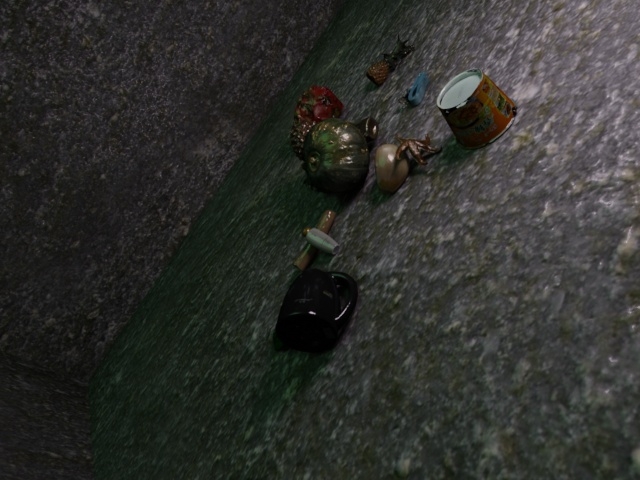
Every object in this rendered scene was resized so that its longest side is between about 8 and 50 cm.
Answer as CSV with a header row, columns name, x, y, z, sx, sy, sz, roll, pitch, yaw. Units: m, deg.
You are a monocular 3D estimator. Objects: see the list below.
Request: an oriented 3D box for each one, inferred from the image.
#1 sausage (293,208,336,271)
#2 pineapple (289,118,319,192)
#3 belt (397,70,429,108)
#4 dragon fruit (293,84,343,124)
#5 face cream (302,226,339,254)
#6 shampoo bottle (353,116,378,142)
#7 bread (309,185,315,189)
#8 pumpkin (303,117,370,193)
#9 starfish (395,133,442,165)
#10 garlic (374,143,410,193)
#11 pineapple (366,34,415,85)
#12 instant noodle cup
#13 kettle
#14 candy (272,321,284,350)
name,x,y,z,sx,sy,sz,roll,pitch,yaw
sausage,-0.020,-0.003,1.866,0.065,0.065,0.301,14,71,58
pineapple,-0.045,-0.408,2.073,0.175,0.175,0.362,-26,74,39
belt,0.436,-0.692,1.960,0.100,0.065,0.179,5,60,47
dragon fruit,-0.021,-0.730,2.469,0.291,0.250,0.269,-44,49,4
face cream,0.000,0.000,1.785,0.182,0.051,0.072,32,78,36
shampoo bottle,0.122,-0.485,2.062,0.350,0.084,0.126,-10,60,48
bread,0.051,-0.375,2.171,0.316,0.054,0.316,-35,35,29
pumpkin,0.073,-0.374,1.884,0.291,0.257,0.328,8,105,53
starfish,0.351,-0.366,1.652,0.213,0.057,0.238,-22,48,-24
garlic,0.277,-0.306,1.727,0.164,0.145,0.245,111,171,-45
pineapple,0.371,-0.963,2.286,0.277,0.119,0.130,-48,11,5
instant noodle cup,0.521,-0.459,1.466,0.230,0.182,0.230,-36,33,27
kettle,0.000,0.219,1.510,0.268,0.208,0.290,-6,37,15
candy,-0.122,0.322,1.657,0.141,0.078,0.203,-15,42,47
